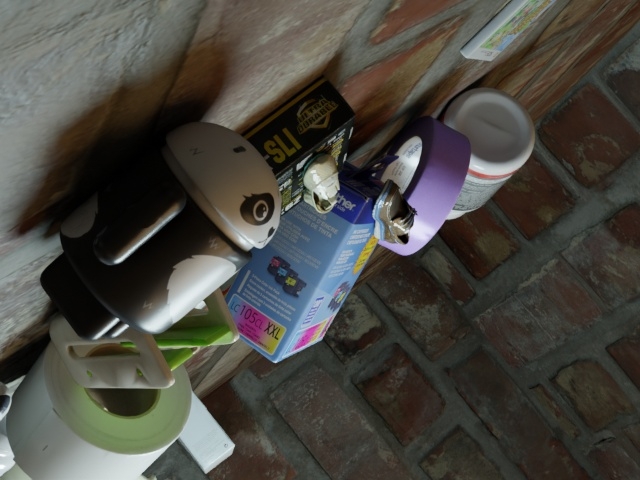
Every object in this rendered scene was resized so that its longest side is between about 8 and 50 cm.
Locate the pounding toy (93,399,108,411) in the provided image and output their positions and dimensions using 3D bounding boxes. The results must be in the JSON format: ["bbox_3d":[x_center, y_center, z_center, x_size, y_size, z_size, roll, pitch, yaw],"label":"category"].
[{"bbox_3d":[-0.417,0.304,1.876,0.206,0.094,0.181,-29,147,-54],"label":"pounding toy"}]

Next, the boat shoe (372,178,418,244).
[{"bbox_3d":[0.132,-0.046,1.547,0.066,0.066,0.183,-61,165,-16],"label":"boat shoe"}]

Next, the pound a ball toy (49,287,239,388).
[{"bbox_3d":[-0.241,0.098,1.273,0.208,0.136,0.319,-33,-165,-37],"label":"pound a ball toy"}]

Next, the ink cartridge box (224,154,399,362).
[{"bbox_3d":[0.000,0.000,1.638,0.395,0.151,0.270,-62,166,12],"label":"ink cartridge box"}]

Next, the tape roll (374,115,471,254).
[{"bbox_3d":[0.189,-0.111,1.832,0.275,0.090,0.275,-56,-164,26],"label":"tape roll"}]

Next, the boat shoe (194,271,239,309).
[{"bbox_3d":[-0.220,0.076,1.627,0.227,0.079,0.081,-43,-170,18],"label":"boat shoe"}]

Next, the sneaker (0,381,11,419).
[{"bbox_3d":[-0.504,0.274,1.245,0.235,0.094,0.153,-38,160,-2],"label":"sneaker"}]

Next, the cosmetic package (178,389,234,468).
[{"bbox_3d":[-0.335,0.432,2.232,0.097,0.284,0.377,-35,170,-15],"label":"cosmetic package"}]

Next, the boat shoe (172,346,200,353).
[{"bbox_3d":[-0.351,0.223,1.664,0.341,0.110,0.121,-29,167,-50],"label":"boat shoe"}]

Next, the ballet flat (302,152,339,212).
[{"bbox_3d":[0.007,-0.079,1.302,0.057,0.052,0.168,-38,171,-8],"label":"ballet flat"}]

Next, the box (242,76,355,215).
[{"bbox_3d":[-0.101,-0.073,1.310,0.322,0.079,0.257,-38,174,-10],"label":"box"}]

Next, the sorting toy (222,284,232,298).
[{"bbox_3d":[-0.123,0.099,2.062,0.257,0.089,0.255,-38,171,-8],"label":"sorting toy"}]

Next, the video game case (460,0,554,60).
[{"bbox_3d":[0.367,-0.416,1.683,0.212,0.023,0.193,-43,171,24],"label":"video game case"}]

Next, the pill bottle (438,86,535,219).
[{"bbox_3d":[0.340,-0.188,2.126,0.210,0.210,0.363,-36,171,-20],"label":"pill bottle"}]

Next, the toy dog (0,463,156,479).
[{"bbox_3d":[-0.506,0.585,1.881,0.284,0.408,0.395,-44,171,25],"label":"toy dog"}]

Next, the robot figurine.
[{"bbox_3d":[-0.172,-0.005,1.013,0.278,0.173,0.209,-40,-150,4],"label":"robot figurine"}]

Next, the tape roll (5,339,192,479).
[{"bbox_3d":[-0.346,0.260,1.421,0.169,0.246,0.246,-46,169,37],"label":"tape roll"}]

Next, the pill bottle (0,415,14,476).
[{"bbox_3d":[-0.552,0.344,1.453,0.180,0.108,0.108,-42,171,14],"label":"pill bottle"}]
